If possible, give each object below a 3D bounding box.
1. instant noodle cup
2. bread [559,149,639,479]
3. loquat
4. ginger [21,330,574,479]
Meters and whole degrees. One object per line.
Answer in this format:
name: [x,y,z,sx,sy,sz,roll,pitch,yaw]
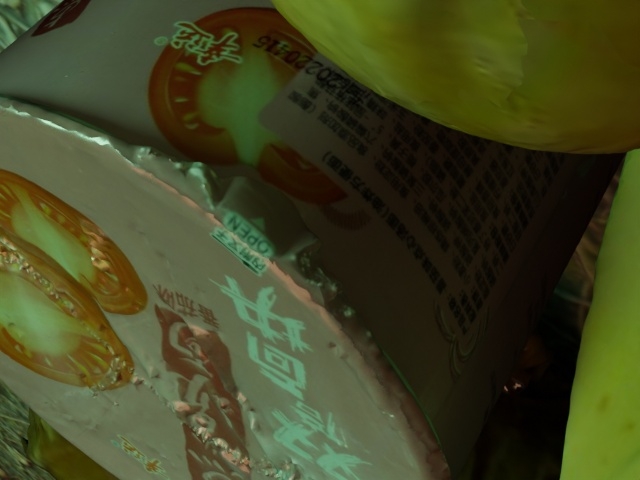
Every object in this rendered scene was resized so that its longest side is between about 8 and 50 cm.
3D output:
instant noodle cup: [-0.001,-0.036,0.605,0.243,0.231,0.243,27,150,17]
bread: [0.205,0.046,0.526,0.211,0.224,0.183,8,147,30]
loquat: [0.062,-0.134,0.431,0.213,0.213,0.213,28,151,17]
ginger: [0.052,0.112,0.793,0.418,0.176,0.254,34,158,-27]
